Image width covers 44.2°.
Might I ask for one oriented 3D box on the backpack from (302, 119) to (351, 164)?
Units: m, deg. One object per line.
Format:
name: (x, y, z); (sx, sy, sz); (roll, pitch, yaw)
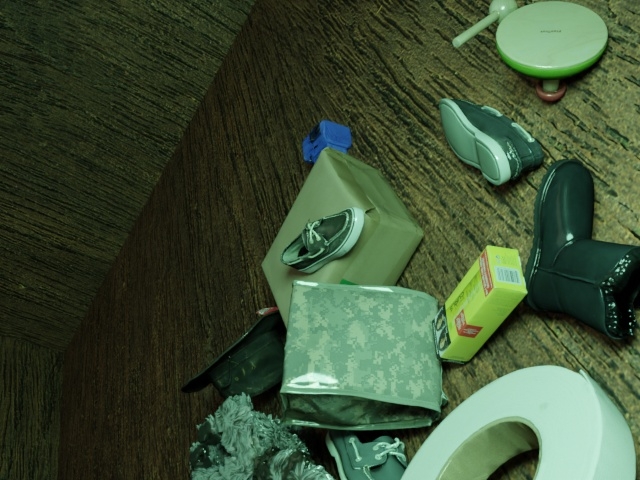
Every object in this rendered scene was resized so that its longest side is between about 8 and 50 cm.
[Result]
backpack: (0.008, -0.236, 2.011); (0.120, 0.098, 0.101); (-34, 46, 47)

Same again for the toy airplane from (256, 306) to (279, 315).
toy airplane: (-0.084, 0.153, 1.899); (0.151, 0.151, 0.028); (-24, 93, 54)

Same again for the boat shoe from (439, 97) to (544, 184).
boat shoe: (0.306, -0.192, 1.452); (0.302, 0.091, 0.114); (-116, 9, -54)

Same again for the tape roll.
tape roll: (0.238, 0.338, 1.056); (0.392, 0.072, 0.392); (-45, 12, 12)

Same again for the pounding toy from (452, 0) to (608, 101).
pounding toy: (0.375, -0.326, 1.379); (0.237, 0.110, 0.183); (26, 60, 29)

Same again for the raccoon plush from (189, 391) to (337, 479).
raccoon plush: (-0.043, 0.464, 1.470); (0.446, 0.299, 0.216); (28, 90, 49)

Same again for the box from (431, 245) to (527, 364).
box: (0.254, 0.111, 1.288); (0.232, 0.058, 0.087); (116, 159, -50)

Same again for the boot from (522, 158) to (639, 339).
boot: (0.396, 0.006, 1.133); (0.207, 0.094, 0.246); (14, 91, 66)

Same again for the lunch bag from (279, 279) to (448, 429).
lunch bag: (0.080, 0.209, 1.414); (0.169, 0.287, 0.235); (92, -178, -53)

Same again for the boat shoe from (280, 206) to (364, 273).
boat shoe: (0.000, 0.000, 1.508); (0.219, 0.070, 0.077); (-40, 43, 44)

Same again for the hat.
hat: (-0.158, 0.301, 1.863); (0.134, 0.331, 0.331); (52, 127, 12)

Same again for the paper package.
paper package: (0.037, 0.020, 1.685); (0.324, 0.168, 0.309); (-61, 28, 21)

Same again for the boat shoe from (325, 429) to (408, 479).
boat shoe: (0.096, 0.383, 1.398); (0.099, 0.116, 0.319); (-68, 21, 6)

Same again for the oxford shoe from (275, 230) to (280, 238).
oxford shoe: (-0.055, -0.022, 1.972); (0.271, 0.098, 0.096); (-9, 64, 59)
